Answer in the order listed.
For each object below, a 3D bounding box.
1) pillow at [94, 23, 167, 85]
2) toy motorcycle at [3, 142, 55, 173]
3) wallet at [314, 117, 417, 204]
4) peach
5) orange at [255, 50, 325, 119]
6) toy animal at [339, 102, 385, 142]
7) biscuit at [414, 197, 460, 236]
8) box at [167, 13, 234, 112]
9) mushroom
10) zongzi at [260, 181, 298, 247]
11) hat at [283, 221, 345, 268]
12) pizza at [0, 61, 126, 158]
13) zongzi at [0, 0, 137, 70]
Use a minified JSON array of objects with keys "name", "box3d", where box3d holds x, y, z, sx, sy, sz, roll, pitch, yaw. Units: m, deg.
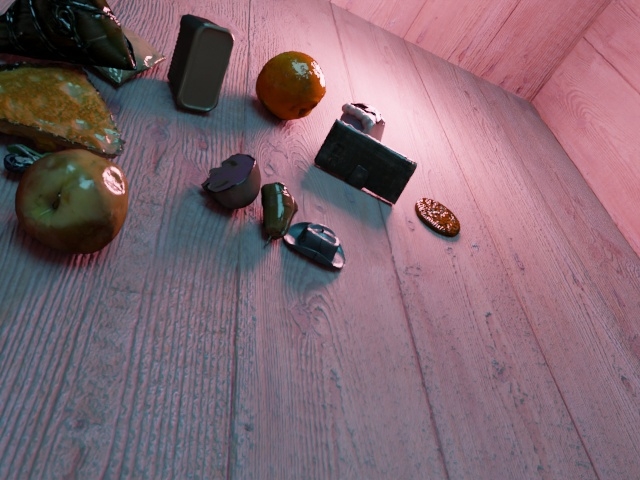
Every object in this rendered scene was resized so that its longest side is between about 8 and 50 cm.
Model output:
[{"name":"pillow","box3d":[-0.653,-0.601,1.873,0.281,0.076,0.274,33,36,0]},{"name":"toy motorcycle","box3d":[-0.608,-0.168,1.376,0.190,0.074,0.106,13,29,-26]},{"name":"wallet","box3d":[0.152,-0.259,2.033,0.317,0.169,0.044,27,11,-10]},{"name":"peach","box3d":[-0.492,-0.079,1.260,0.214,0.214,0.235,40,17,9]},{"name":"orange","box3d":[-0.100,-0.533,2.107,0.240,0.240,0.240,22,35,-17]},{"name":"toy animal","box3d":[0.132,-0.380,2.149,0.156,0.204,0.208,20,17,16]},{"name":"biscuit","box3d":[0.418,-0.086,2.159,0.188,0.027,0.188,22,34,-16]},{"name":"box","box3d":[-0.380,-0.552,1.891,0.138,0.274,0.178,5,30,-37]},{"name":"mushroom","box3d":[-0.223,-0.147,1.629,0.117,0.141,0.188,59,27,-25]},{"name":"zongzi","box3d":[-0.095,-0.046,1.669,0.178,0.081,0.189,43,37,-57]},{"name":"hat","box3d":[0.000,0.000,1.657,0.191,0.078,0.138,23,36,-15]},{"name":"pizza","box3d":[-0.694,-0.346,1.508,0.435,0.080,0.392,15,36,-22]},{"name":"zongzi","box3d":[-0.682,-0.618,1.674,0.383,0.319,0.362,-5,34,22]}]
